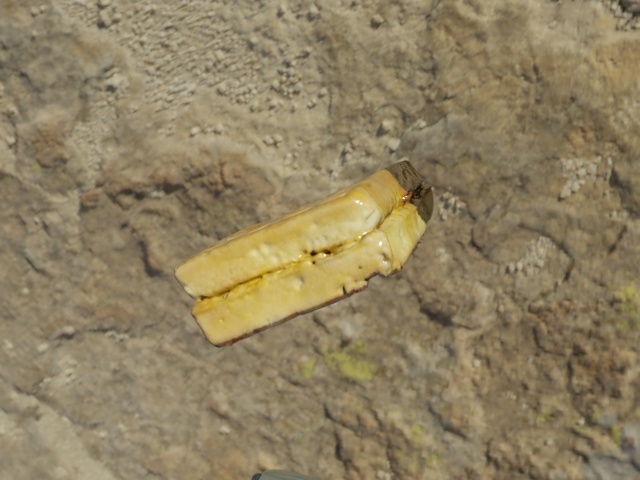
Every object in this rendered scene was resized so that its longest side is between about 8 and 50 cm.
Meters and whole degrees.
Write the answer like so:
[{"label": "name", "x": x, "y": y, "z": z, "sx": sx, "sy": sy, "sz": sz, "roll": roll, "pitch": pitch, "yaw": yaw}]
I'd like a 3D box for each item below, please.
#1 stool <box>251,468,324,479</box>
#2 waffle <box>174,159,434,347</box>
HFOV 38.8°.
[{"label": "stool", "x": -0.014, "y": 0.250, "z": 0.784, "sx": 0.110, "sy": 0.096, "sz": 0.096, "roll": 16, "pitch": 121, "yaw": 14}, {"label": "waffle", "x": 0.000, "y": 0.000, "z": 0.987, "sx": 0.224, "sy": 0.328, "sz": 0.098, "roll": -21, "pitch": 96, "yaw": 17}]
